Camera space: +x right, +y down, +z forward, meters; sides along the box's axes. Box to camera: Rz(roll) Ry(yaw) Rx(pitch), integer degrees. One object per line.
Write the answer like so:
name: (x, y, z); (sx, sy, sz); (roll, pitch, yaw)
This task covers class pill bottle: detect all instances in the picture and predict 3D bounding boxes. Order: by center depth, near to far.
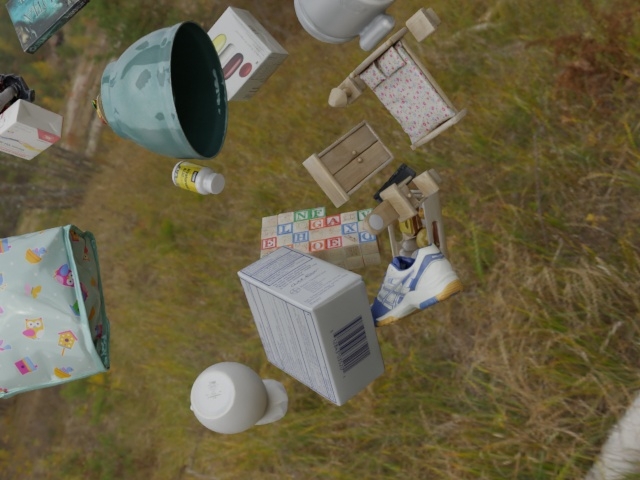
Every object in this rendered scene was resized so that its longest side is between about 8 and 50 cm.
pill bottle: (-0.276, -0.141, 1.686); (0.116, 0.065, 0.065); (17, 87, 32)

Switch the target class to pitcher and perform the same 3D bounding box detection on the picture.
pitcher: (-0.175, 0.299, 1.359); (0.178, 0.207, 0.125); (-19, 69, 12)

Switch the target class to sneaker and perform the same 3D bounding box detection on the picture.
sneaker: (0.185, 0.101, 1.622); (0.296, 0.112, 0.130); (-34, 77, 46)

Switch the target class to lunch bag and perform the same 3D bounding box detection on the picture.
lunch bag: (-0.483, 0.123, 1.251); (0.160, 0.224, 0.262); (123, 135, -86)

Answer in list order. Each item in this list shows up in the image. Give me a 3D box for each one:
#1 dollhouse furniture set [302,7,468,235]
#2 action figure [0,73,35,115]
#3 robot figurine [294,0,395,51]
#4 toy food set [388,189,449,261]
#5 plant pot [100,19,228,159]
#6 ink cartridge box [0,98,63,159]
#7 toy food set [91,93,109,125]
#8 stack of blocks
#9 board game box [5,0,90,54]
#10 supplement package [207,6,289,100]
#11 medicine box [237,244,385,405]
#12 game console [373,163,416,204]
dollhouse furniture set: (0.143, -0.193, 1.377); (0.174, 0.303, 0.356); (-41, 5, -33)
action figure: (-0.935, -0.399, 1.885); (0.342, 0.330, 0.178); (-6, 29, 20)
robot figurine: (0.062, -0.599, 1.754); (0.200, 0.299, 0.353); (-33, 3, -27)
toy food set: (0.244, -0.021, 1.969); (0.306, 0.093, 0.219); (-165, 64, -74)
plant pot: (-0.344, -0.311, 1.594); (0.197, 0.293, 0.292); (-4, 61, 16)
ink cartridge box: (-0.731, -0.260, 1.804); (0.198, 0.115, 0.067); (-21, 61, 40)
toy food set: (-0.492, -0.297, 1.696); (0.020, 0.082, 0.083); (-19, 11, 12)
stack of blocks: (0.000, 0.000, 1.914); (0.171, 0.298, 0.087); (-92, -11, -48)
board game box: (-0.557, -0.485, 1.507); (0.186, 0.026, 0.126); (-33, 73, 23)
supplement package: (-0.248, -0.562, 2.247); (0.203, 0.194, 0.149); (-45, -6, 21)
medicine box: (-0.022, 0.183, 1.669); (0.289, 0.149, 0.263); (22, 135, 49)
game console: (0.205, -0.133, 1.940); (0.122, 0.107, 0.071); (-48, 62, 6)
